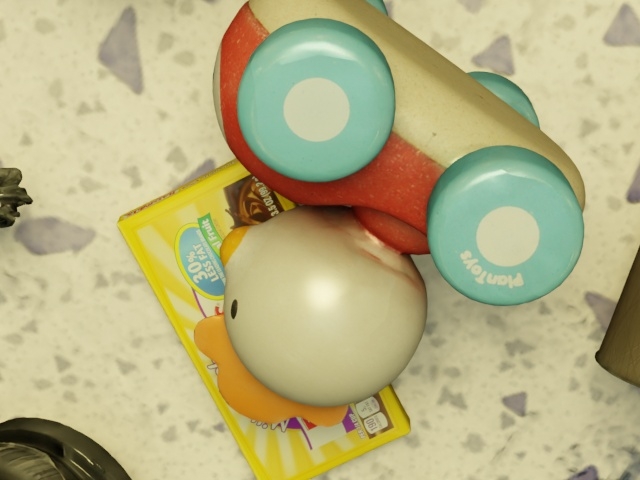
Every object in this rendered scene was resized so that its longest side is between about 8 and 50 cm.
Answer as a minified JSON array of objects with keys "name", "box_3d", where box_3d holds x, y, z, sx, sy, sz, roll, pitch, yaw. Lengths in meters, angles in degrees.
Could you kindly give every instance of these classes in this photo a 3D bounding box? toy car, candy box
[{"name":"toy car","box_3d":[0.000,0.000,0.712,0.210,0.219,0.238,33,107,-9]},{"name":"candy box","box_3d":[-0.033,0.054,0.819,0.105,0.027,0.206,-26,103,8]}]

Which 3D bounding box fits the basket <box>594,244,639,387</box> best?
[{"name":"basket","box_3d":[0.278,-0.022,0.747,0.204,0.154,0.227,7,101,-5]}]

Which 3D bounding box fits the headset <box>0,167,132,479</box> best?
[{"name":"headset","box_3d":[-0.189,0.166,0.737,0.185,0.243,0.394,-21,79,30]}]
